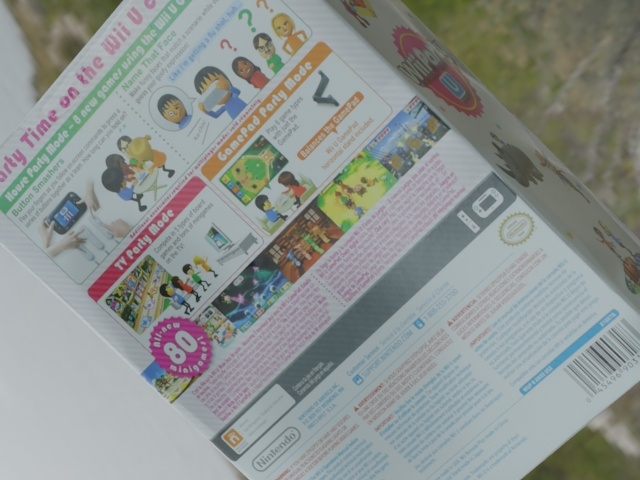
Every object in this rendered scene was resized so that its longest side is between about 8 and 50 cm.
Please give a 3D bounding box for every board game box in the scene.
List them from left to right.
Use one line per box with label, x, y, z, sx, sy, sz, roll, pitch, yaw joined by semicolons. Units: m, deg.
board game box;0.000;0.000;0.864;0.303;0.224;0.097;44;-154;-3
